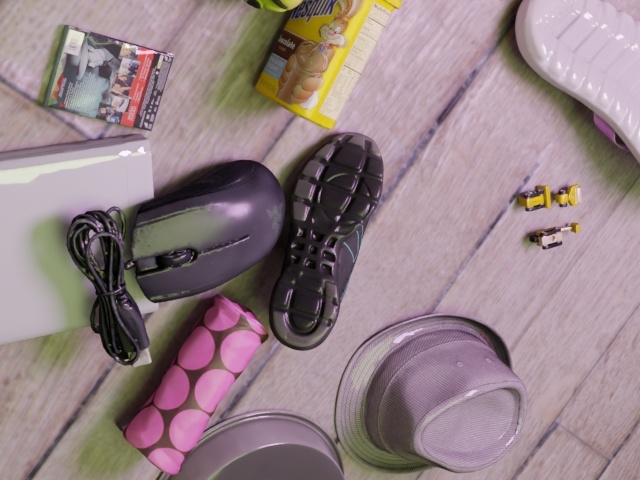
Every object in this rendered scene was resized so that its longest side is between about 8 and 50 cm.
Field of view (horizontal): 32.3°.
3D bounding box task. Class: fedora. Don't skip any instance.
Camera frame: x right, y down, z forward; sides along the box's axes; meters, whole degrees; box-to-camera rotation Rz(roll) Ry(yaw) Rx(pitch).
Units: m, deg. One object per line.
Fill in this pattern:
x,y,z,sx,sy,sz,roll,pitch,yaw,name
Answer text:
0.169,0.226,1.474,0.276,0.124,0.243,3,108,-32,fedora

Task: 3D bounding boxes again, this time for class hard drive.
-0.322,0.009,1.147,0.308,0.040,0.203,-12,115,-27,hard drive

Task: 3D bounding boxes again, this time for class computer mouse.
-0.130,0.008,1.203,0.272,0.072,0.188,-33,127,-32,computer mouse

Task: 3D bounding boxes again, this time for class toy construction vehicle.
0.312,-0.037,1.509,0.098,0.035,0.085,-17,107,-27,toy construction vehicle

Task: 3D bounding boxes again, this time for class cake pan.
-0.085,0.360,1.424,0.293,0.054,0.293,-12,116,-26,cake pan

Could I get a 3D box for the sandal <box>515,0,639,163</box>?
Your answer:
0.404,-0.195,1.460,0.416,0.102,0.169,38,73,-23,sandal

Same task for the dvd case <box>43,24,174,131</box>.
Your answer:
-0.219,-0.167,1.150,0.119,0.013,0.087,10,104,-34,dvd case

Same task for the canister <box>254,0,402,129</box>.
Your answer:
0.007,-0.216,1.194,0.073,0.126,0.169,22,100,-35,canister

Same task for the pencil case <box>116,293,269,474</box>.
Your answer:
-0.144,0.163,1.287,0.095,0.098,0.209,36,90,9,pencil case

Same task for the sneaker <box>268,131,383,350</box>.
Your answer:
0.000,0.000,1.308,0.101,0.106,0.267,20,81,3,sneaker

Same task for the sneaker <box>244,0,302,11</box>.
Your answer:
-0.100,-0.365,1.098,0.295,0.109,0.123,52,58,-33,sneaker
